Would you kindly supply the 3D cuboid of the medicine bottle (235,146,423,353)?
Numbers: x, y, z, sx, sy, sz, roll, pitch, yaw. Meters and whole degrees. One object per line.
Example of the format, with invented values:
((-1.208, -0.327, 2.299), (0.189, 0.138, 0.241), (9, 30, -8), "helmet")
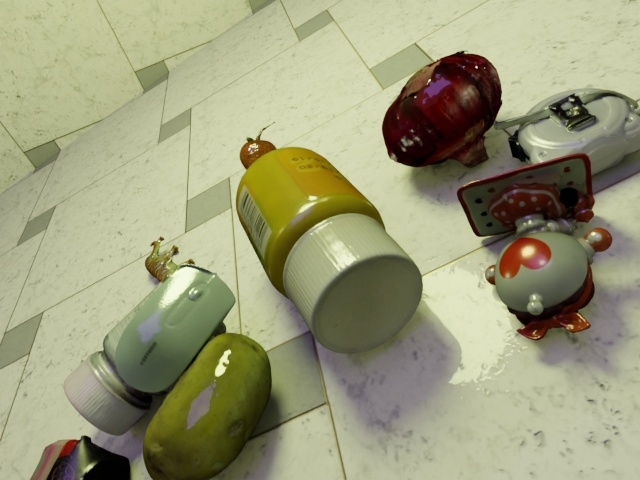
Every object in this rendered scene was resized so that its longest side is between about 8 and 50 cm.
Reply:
((0.000, 0.000, 0.834), (0.224, 0.224, 0.384), (-36, 39, -1), "medicine bottle")

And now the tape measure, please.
((0.425, -0.185, 0.808), (0.196, 0.105, 0.178), (-32, 40, 7), "tape measure")

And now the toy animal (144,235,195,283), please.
((-0.392, 0.056, 1.185), (0.241, 0.056, 0.099), (24, 67, 45), "toy animal")

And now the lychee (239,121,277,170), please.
((-0.162, -0.232, 1.267), (0.115, 0.101, 0.140), (-9, 52, -17), "lychee")

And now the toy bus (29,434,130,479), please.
((-0.428, 0.479, 0.751), (0.147, 0.127, 0.302), (-11, 47, 34), "toy bus")

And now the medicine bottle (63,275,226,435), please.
((-0.328, 0.215, 0.905), (0.273, 0.165, 0.165), (-47, 41, -10), "medicine bottle")

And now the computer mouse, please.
((-0.248, 0.147, 0.803), (0.128, 0.079, 0.230), (31, 74, 2), "computer mouse")

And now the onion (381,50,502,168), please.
((0.246, -0.235, 0.916), (0.252, 0.219, 0.252), (-37, -4, -3), "onion")

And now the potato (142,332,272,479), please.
((-0.173, 0.269, 0.751), (0.197, 0.148, 0.228), (-27, 24, 34), "potato")

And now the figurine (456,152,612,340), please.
((0.313, 0.029, 0.664), (0.184, 0.160, 0.226), (-15, 53, 24), "figurine")
